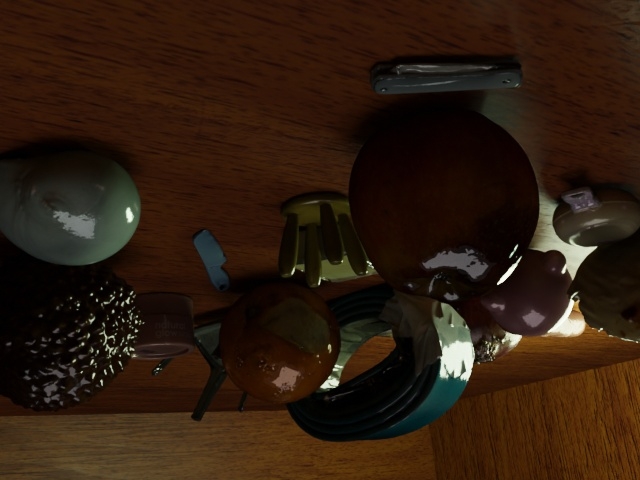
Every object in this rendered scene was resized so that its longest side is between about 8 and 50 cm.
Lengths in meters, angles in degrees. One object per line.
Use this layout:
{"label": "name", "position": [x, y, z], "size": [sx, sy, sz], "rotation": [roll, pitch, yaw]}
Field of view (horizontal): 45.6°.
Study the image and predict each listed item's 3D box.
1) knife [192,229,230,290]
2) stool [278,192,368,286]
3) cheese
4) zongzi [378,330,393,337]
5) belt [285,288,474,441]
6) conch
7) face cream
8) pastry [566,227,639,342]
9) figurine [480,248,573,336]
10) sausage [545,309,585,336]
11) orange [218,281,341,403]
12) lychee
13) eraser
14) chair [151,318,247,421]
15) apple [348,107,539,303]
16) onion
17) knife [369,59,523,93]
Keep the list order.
{"label": "knife", "position": [-0.183, 0.040, 1.322], "size": [0.045, 0.019, 0.313], "rotation": [-13, 161, -3]}
{"label": "stool", "position": [0.000, 0.000, 1.117], "size": [0.135, 0.110, 0.134], "rotation": [-1, 160, -18]}
{"label": "cheese", "position": [0.424, -0.045, 1.193], "size": [0.137, 0.064, 0.227], "rotation": [-18, 157, 26]}
{"label": "zongzi", "position": [0.163, 0.213, 1.908], "size": [0.076, 0.040, 0.083], "rotation": [3, 148, -7]}
{"label": "belt", "position": [0.113, 0.269, 1.642], "size": [0.437, 0.300, 0.173], "rotation": [-29, 153, 30]}
{"label": "conch", "position": [-0.324, -0.039, 0.929], "size": [0.185, 0.121, 0.221], "rotation": [41, 143, -25]}
{"label": "face cream", "position": [-0.328, 0.174, 1.527], "size": [0.149, 0.104, 0.149], "rotation": [-6, 161, -2]}
{"label": "pastry", "position": [0.564, 0.057, 1.281], "size": [0.256, 0.170, 0.237], "rotation": [-20, -154, -34]}
{"label": "figurine", "position": [0.392, 0.097, 1.439], "size": [0.173, 0.173, 0.173], "rotation": [-6, 161, -2]}
{"label": "sausage", "position": [0.518, 0.196, 1.900], "size": [0.433, 0.087, 0.088], "rotation": [6, 158, -34]}
{"label": "orange", "position": [-0.078, 0.195, 1.474], "size": [0.240, 0.239, 0.240], "rotation": [-6, 161, -2]}
{"label": "lychee", "position": [-0.400, 0.132, 1.181], "size": [0.268, 0.267, 0.267], "rotation": [-6, 161, -2]}
{"label": "eraser", "position": [0.027, 0.023, 1.261], "size": [0.117, 0.058, 0.172], "rotation": [-11, 163, 25]}
{"label": "chair", "position": [-0.197, 0.257, 1.686], "size": [0.203, 0.190, 0.274], "rotation": [-17, -157, 32]}
{"label": "apple", "position": [0.145, -0.037, 0.901], "size": [0.230, 0.229, 0.230], "rotation": [-6, 161, -2]}
{"label": "onion", "position": [0.344, 0.204, 1.685], "size": [0.230, 0.163, 0.230], "rotation": [-1, 141, -1]}
{"label": "knife", "position": [0.132, -0.172, 0.791], "size": [0.162, 0.023, 0.044], "rotation": [-4, 157, -6]}
